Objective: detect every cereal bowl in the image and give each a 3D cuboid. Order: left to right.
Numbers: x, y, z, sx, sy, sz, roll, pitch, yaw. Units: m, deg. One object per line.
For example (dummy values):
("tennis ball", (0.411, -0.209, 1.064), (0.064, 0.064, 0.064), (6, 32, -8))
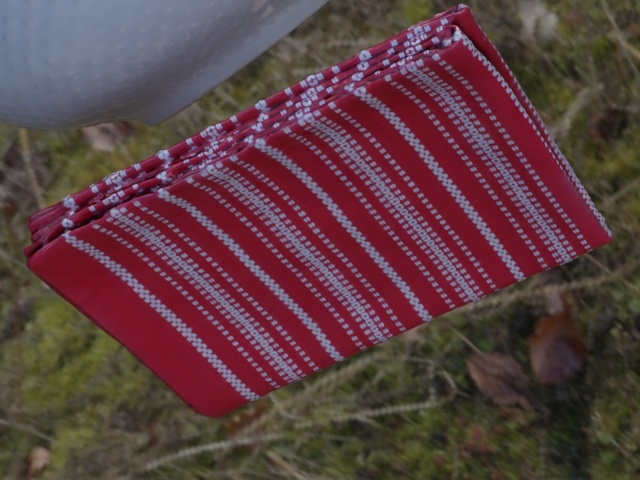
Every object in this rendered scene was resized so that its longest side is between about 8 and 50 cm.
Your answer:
("cereal bowl", (-0.089, -0.177, 0.998), (0.339, 0.141, 0.339), (-35, 11, 8))

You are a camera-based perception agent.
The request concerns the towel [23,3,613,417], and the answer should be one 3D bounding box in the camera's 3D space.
("towel", (0.000, 0.000, 0.830), (0.275, 0.199, 0.031), (-25, 44, 17))
